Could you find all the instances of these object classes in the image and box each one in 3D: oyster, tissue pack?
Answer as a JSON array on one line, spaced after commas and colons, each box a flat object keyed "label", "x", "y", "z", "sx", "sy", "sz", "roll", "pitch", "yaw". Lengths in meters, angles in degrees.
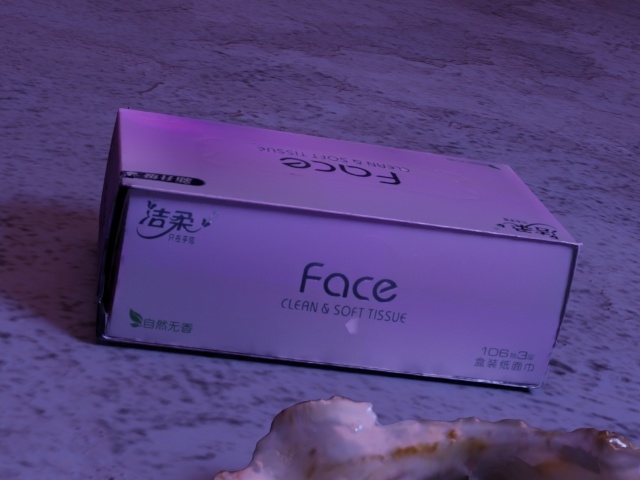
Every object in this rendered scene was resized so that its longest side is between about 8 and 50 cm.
[{"label": "oyster", "x": 0.072, "y": 0.119, "z": 0.514, "sx": 0.232, "sy": 0.107, "sz": 0.161, "roll": -7, "pitch": 26, "yaw": 1}, {"label": "tissue pack", "x": 0.000, "y": 0.000, "z": 0.774, "sx": 0.246, "sy": 0.092, "sz": 0.148, "roll": 7, "pitch": 19, "yaw": -12}]
